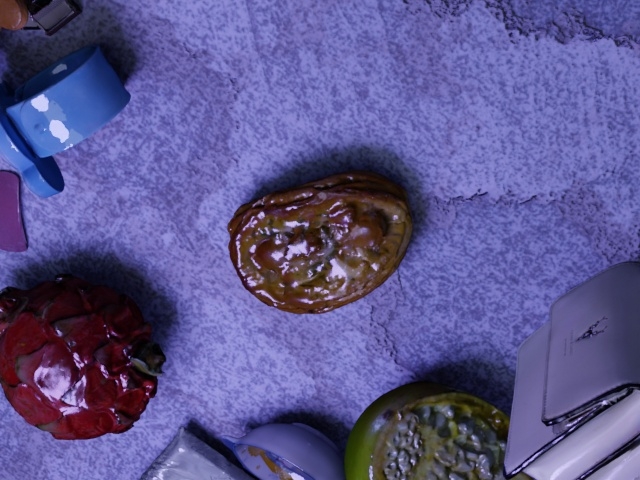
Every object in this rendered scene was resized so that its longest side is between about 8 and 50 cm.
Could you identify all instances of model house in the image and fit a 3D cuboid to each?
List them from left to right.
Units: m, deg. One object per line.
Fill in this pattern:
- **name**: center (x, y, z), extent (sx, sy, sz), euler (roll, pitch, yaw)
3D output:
- **model house**: center (-0.387, -0.319, 1.764), extent (0.083, 0.057, 0.058), euler (-38, 142, 7)

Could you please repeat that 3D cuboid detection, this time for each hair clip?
- **hair clip**: center (-0.481, -0.041, 1.930), extent (0.054, 0.022, 0.137), euler (6, 116, 12)

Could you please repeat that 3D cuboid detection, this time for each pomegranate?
- **pomegranate**: center (0.138, 0.380, 1.871), extent (0.359, 0.216, 0.309), euler (-35, 99, -9)

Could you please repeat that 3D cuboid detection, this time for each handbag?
- **handbag**: center (0.376, 0.192, 1.682), extent (0.160, 0.358, 0.237), euler (42, 115, -8)

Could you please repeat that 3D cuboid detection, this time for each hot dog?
- **hot dog**: center (0.000, 0.000, 1.799), extent (0.272, 0.122, 0.196), euler (-15, 110, 19)

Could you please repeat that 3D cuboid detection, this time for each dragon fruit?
- **dragon fruit**: center (-0.375, 0.171, 1.899), extent (0.299, 0.244, 0.244), euler (36, 119, 18)

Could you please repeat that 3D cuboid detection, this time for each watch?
- **watch**: center (-0.369, -0.191, 1.756), extent (0.193, 0.211, 0.211), euler (-29, 107, 7)

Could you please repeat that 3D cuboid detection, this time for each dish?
- **dish**: center (-0.034, 0.347, 1.981), extent (0.236, 0.086, 0.228), euler (41, 155, -13)

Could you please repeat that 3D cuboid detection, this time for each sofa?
- **sofa**: center (-0.218, 0.459, 2.000), extent (0.210, 0.225, 0.176), euler (38, 131, -5)

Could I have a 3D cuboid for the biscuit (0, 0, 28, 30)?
- **biscuit**: center (-0.475, -0.344, 1.743), extent (0.165, 0.036, 0.250), euler (49, 119, 11)
